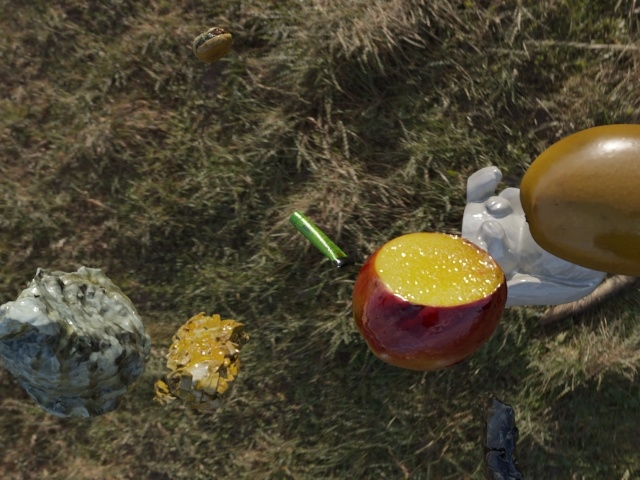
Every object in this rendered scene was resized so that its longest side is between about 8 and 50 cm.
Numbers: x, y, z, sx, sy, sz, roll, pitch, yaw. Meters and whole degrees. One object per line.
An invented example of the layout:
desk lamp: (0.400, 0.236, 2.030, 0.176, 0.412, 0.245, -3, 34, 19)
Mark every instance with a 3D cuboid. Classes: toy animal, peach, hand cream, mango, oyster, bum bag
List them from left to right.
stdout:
oyster: (-0.182, 0.074, 0.553, 0.064, 0.177, 0.124, -28, 98, 13)
hand cream: (0.000, 0.000, 1.058, 0.122, 0.036, 0.023, 42, 122, 29)
peach: (0.143, 0.076, 0.947, 0.192, 0.190, 0.190, -46, 75, 27)
bum bag: (0.363, 0.429, 1.447, 0.069, 0.102, 0.247, -6, 80, -7)
toy animal: (0.388, 0.006, 1.296, 0.265, 0.206, 0.271, 5, 52, 13)
mango: (0.227, -0.027, 0.474, 0.184, 0.085, 0.102, 0, 93, 14)

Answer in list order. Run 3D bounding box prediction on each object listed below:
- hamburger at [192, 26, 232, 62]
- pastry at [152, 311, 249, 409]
hamburger: (-0.200, -0.363, 1.337, 0.076, 0.083, 0.044, -33, 84, -3)
pastry: (-0.217, 0.217, 1.285, 0.154, 0.250, 0.102, -4, 109, 6)
